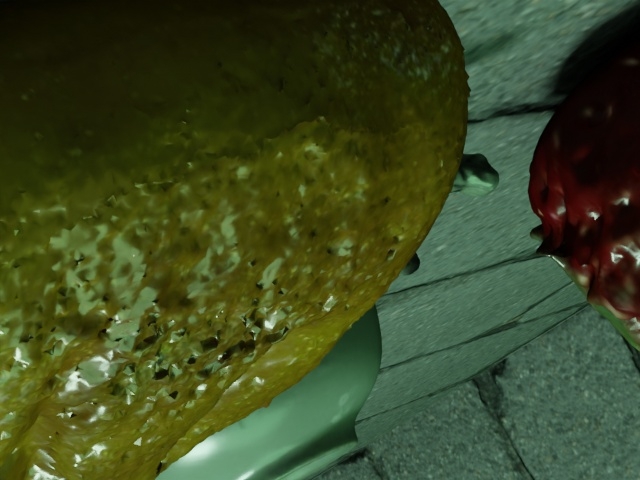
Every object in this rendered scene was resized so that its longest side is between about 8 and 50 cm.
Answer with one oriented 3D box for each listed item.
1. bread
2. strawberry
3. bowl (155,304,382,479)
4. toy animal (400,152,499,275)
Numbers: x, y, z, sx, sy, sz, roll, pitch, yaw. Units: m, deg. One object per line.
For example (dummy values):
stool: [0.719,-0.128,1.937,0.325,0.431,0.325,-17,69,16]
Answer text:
bread: [-0.099,0.024,0.568,0.337,0.148,0.328,-18,162,-37]
strawberry: [0.332,-0.057,0.891,0.345,0.295,0.317,-47,127,4]
bowl: [-0.059,0.137,1.042,0.289,0.146,0.289,-27,165,-8]
toy animal: [0.012,-0.001,0.833,0.255,0.090,0.170,-39,158,28]
